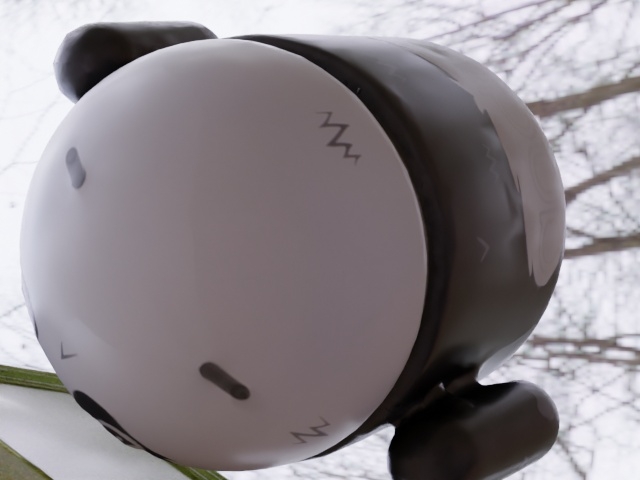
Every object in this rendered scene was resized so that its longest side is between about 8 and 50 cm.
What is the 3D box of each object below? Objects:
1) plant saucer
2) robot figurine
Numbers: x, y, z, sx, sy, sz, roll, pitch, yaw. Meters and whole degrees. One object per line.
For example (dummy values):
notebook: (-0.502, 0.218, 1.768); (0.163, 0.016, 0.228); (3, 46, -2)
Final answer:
plant saucer: (-0.110, 0.099, 0.676); (0.188, 0.188, 0.045); (19, -82, -56)
robot figurine: (-0.003, 0.000, 0.679); (0.278, 0.209, 0.173); (-13, -70, -62)
